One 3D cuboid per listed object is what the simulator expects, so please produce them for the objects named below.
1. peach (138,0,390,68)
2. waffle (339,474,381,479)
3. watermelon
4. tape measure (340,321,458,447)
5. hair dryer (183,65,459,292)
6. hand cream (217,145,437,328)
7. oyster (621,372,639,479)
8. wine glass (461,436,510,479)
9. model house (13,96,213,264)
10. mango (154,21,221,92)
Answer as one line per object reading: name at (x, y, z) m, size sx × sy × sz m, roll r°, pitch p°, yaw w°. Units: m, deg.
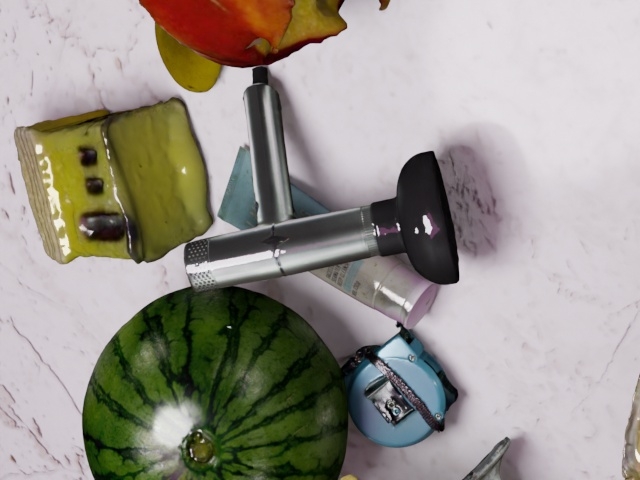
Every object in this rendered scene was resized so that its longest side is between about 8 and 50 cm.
peach at (-0.036, -0.389, 1.368) m, size 0.417 × 0.339 × 0.353 m, roll -24°, pitch 96°, yaw 28°
waffle at (0.074, 0.378, 1.576) m, size 0.283 × 0.065 × 0.309 m, roll -13°, pitch 134°, yaw 28°
watermelon at (-0.110, 0.220, 1.542) m, size 0.331 × 0.189 × 0.330 m, roll -2°, pitch 99°, yaw -12°
tape measure at (0.095, 0.192, 1.649) m, size 0.125 × 0.081 × 0.146 m, roll -42°, pitch 87°, yaw 15°
hair dryer at (-0.002, -0.085, 1.543) m, size 0.320 × 0.156 × 0.284 m, roll -2°, pitch 84°, yaw 10°
hand cream at (0.000, 0.000, 1.646) m, size 0.312 × 0.070 × 0.111 m, roll 30°, pitch 122°, yaw 20°
oyster at (0.441, 0.186, 1.456) m, size 0.271 × 0.100 × 0.275 m, roll -19°, pitch 85°, yaw 29°
wine glass at (0.270, 0.361, 1.592) m, size 0.241 × 0.126 × 0.126 m, roll 46°, pitch 122°, yaw 10°
model house at (-0.288, -0.076, 1.728) m, size 0.234 × 0.175 × 0.193 m, roll -2°, pitch 107°, yaw 39°
mango at (-0.157, -0.258, 1.634) m, size 0.103 × 0.076 × 0.161 m, roll 15°, pitch 122°, yaw 16°
